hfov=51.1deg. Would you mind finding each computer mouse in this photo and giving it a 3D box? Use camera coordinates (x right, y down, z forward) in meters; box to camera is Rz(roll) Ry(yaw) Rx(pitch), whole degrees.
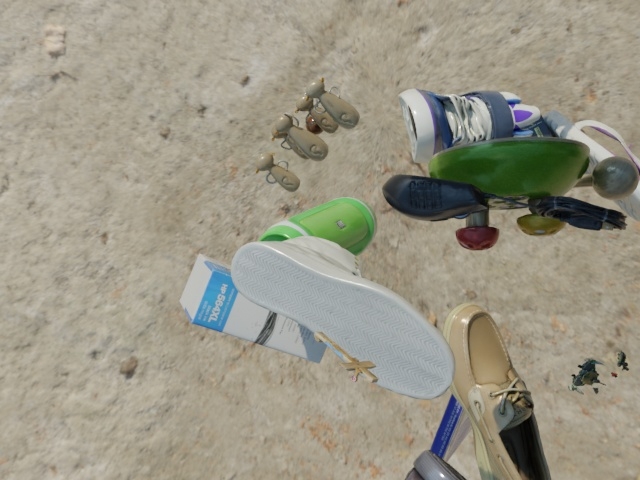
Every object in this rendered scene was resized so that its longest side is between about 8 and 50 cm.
[{"bbox_3d":[0.177,-0.028,0.673,0.242,0.071,0.041,10,83,23],"label":"computer mouse"}]

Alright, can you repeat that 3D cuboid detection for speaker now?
[{"bbox_3d":[0.000,0.000,1.282,0.131,0.296,0.131,9,109,28],"label":"speaker"}]

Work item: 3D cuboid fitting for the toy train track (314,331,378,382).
[{"bbox_3d":[0.022,0.116,0.651,0.083,0.048,0.014,35,108,38],"label":"toy train track"}]

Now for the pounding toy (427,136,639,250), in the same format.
[{"bbox_3d":[0.242,-0.044,0.793,0.236,0.183,0.110,3,83,-30],"label":"pounding toy"}]

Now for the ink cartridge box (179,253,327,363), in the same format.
[{"bbox_3d":[-0.093,0.100,1.000,0.203,0.148,0.086,22,89,-19],"label":"ink cartridge box"}]

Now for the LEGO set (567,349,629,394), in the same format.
[{"bbox_3d":[0.338,0.162,0.826,0.083,0.023,0.054,-10,114,-12],"label":"LEGO set"}]

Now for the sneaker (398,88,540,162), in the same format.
[{"bbox_3d":[0.266,-0.215,1.166,0.236,0.323,0.130,-13,89,9],"label":"sneaker"}]

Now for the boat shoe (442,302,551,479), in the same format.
[{"bbox_3d":[0.299,0.263,1.091,0.121,0.110,0.341,-23,98,-28],"label":"boat shoe"}]

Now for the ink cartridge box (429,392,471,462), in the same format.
[{"bbox_3d":[0.385,0.468,1.841,0.072,0.307,0.304,28,122,26],"label":"ink cartridge box"}]

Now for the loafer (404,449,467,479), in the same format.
[{"bbox_3d":[0.166,0.336,0.766,0.095,0.109,0.302,-46,128,-4],"label":"loafer"}]

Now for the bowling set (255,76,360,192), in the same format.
[{"bbox_3d":[-0.054,-0.280,1.668,0.154,0.200,0.287,37,105,-24],"label":"bowling set"}]

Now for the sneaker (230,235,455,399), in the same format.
[{"bbox_3d":[0.050,0.075,0.836,0.292,0.169,0.108,31,107,16],"label":"sneaker"}]

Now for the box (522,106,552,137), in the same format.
[{"bbox_3d":[0.516,-0.217,1.582,0.059,0.232,0.183,-26,92,14],"label":"box"}]

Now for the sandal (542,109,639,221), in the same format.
[{"bbox_3d":[0.601,-0.188,1.413,0.102,0.416,0.169,-38,127,11],"label":"sandal"}]
